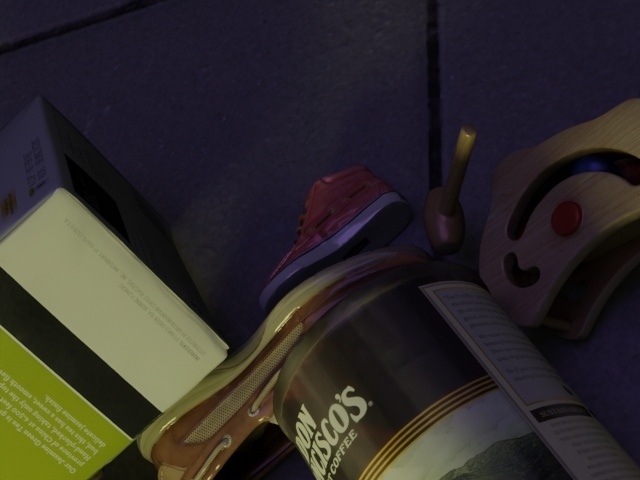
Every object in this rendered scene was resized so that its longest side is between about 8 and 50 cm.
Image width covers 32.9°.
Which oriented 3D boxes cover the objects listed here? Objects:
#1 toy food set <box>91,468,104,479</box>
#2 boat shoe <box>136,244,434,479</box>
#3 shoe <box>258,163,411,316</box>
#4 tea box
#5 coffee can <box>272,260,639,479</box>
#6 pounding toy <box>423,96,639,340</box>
[{"bbox_3d":[-0.307,0.270,1.102,0.192,0.038,0.132,-44,57,-8],"label":"toy food set"},{"bbox_3d":[-0.014,0.132,0.971,0.324,0.123,0.116,-39,56,12],"label":"boat shoe"},{"bbox_3d":[0.000,0.000,1.073,0.178,0.063,0.081,-39,48,-4],"label":"shoe"},{"bbox_3d":[-0.301,0.076,1.029,0.323,0.220,0.329,-41,26,1],"label":"tea box"},{"bbox_3d":[0.116,0.178,0.794,0.201,0.201,0.275,-40,52,3],"label":"coffee can"},{"bbox_3d":[0.185,-0.012,0.878,0.269,0.154,0.154,-25,60,44],"label":"pounding toy"}]
